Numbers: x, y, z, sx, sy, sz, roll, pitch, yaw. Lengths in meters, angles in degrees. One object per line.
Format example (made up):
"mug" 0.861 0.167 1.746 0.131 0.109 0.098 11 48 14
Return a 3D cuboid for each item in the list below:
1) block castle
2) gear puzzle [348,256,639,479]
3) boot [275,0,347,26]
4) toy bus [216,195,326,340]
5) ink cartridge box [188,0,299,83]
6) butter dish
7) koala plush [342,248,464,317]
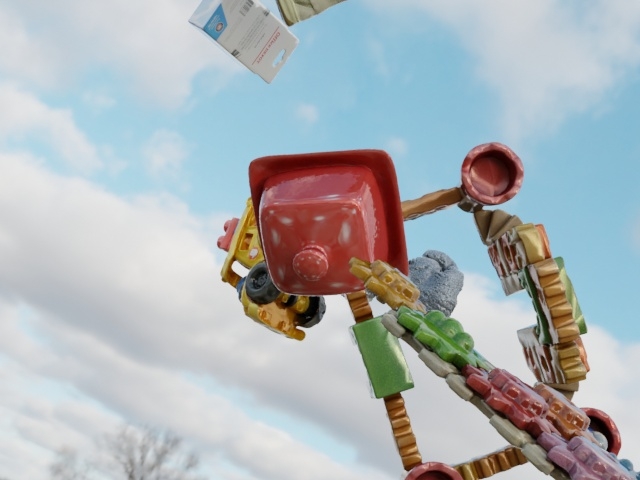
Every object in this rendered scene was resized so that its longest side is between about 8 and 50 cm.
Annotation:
"block castle" 0.188 0.121 1.209 0.303 0.453 0.213 -17 -8 -5
"gear puzzle" 0.144 0.105 0.737 0.175 0.044 0.339 25 13 -49
"boot" -0.002 -0.408 1.201 0.165 0.077 0.213 -18 -62 -1
"toy bus" -0.092 0.036 1.490 0.211 0.220 0.149 7 -19 39
"ink cartridge box" -0.133 -0.370 1.599 0.180 0.104 0.060 36 -1 -44
"butter dish" 0.000 0.000 0.921 0.159 0.118 0.160 -2 -63 15
"koala plush" 0.166 0.082 1.890 0.221 0.196 0.203 31 2 -8
